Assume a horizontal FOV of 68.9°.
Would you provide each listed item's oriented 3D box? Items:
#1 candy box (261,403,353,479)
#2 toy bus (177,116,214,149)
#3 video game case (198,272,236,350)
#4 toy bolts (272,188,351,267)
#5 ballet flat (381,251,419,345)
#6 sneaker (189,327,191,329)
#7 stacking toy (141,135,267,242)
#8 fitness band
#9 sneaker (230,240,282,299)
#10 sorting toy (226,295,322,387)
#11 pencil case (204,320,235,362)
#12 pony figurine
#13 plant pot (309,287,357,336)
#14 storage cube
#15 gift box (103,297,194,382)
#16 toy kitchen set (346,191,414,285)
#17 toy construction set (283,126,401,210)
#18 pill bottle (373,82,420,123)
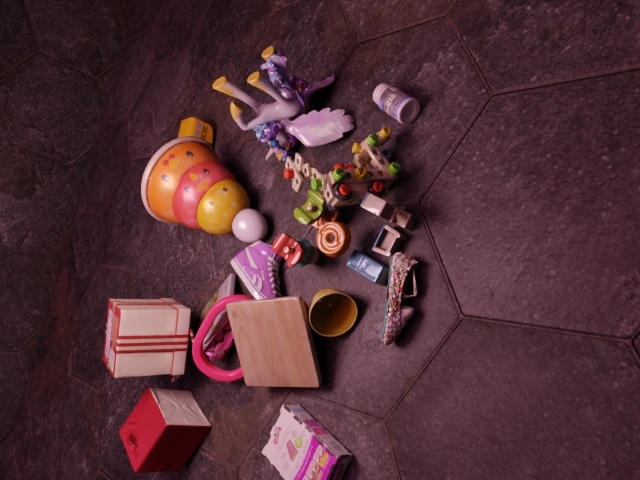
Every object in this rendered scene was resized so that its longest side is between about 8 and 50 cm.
[{"bbox_3d":[-0.041,0.574,1.256,0.233,0.071,0.159,28,96,43],"label":"candy box"},{"bbox_3d":[-0.543,-0.336,1.968,0.108,0.130,0.333,-2,75,42],"label":"toy bus"},{"bbox_3d":[-0.362,0.251,1.616,0.206,0.026,0.227,-50,25,21],"label":"video game case"},{"bbox_3d":[0.000,0.000,1.367,0.228,0.158,0.218,-50,62,14],"label":"toy bolts"},{"bbox_3d":[0.203,0.148,1.178,0.077,0.091,0.241,6,83,18],"label":"ballet flat"},{"bbox_3d":[-0.547,0.310,1.807,0.084,0.069,0.185,-46,56,10],"label":"sneaker"},{"bbox_3d":[-0.370,-0.141,1.689,0.480,0.350,0.351,30,97,25],"label":"stacking toy"},{"bbox_3d":[-0.280,0.308,1.477,0.291,0.209,0.054,-60,7,11],"label":"fitness band"},{"bbox_3d":[-0.161,0.112,1.502,0.161,0.102,0.282,-40,65,-3],"label":"sneaker"},{"bbox_3d":[-0.120,0.284,1.353,0.255,0.089,0.257,-9,98,29],"label":"sorting toy"},{"bbox_3d":[-0.306,0.310,1.568,0.209,0.095,0.098,-54,6,17],"label":"pencil case"},{"bbox_3d":[-0.109,-0.431,1.512,0.351,0.363,0.303,-27,51,15],"label":"pony figurine"},{"bbox_3d":[0.026,0.186,1.302,0.134,0.134,0.095,-58,20,11],"label":"plant pot"},{"bbox_3d":[-0.524,0.637,1.576,0.183,0.215,0.193,38,96,43],"label":"storage cube"},{"bbox_3d":[-0.586,0.341,1.602,0.255,0.258,0.276,15,99,56],"label":"gift box"},{"bbox_3d":[0.126,-0.010,1.236,0.122,0.166,0.207,31,97,43],"label":"toy kitchen set"},{"bbox_3d":[0.071,-0.188,1.258,0.151,0.327,0.215,110,145,-67],"label":"toy construction set"},{"bbox_3d":[0.216,-0.399,1.347,0.078,0.078,0.137,-53,48,15],"label":"pill bottle"}]
